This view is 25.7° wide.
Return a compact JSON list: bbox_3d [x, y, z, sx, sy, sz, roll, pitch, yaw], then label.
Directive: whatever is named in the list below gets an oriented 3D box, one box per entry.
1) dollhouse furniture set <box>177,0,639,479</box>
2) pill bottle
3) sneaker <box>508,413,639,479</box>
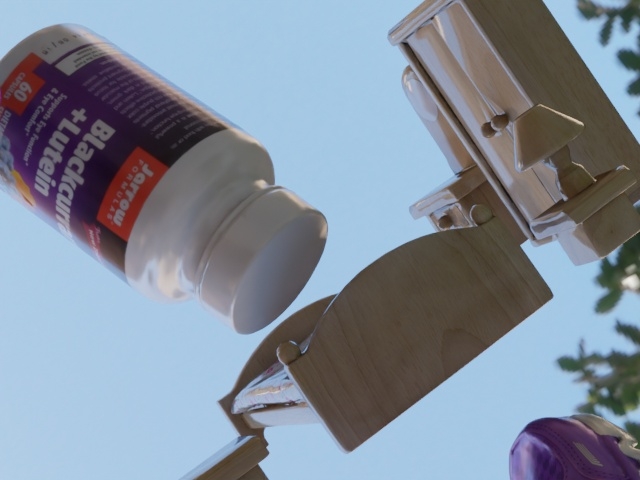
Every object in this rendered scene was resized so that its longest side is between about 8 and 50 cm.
[{"bbox_3d":[0.000,0.000,0.834,0.355,0.303,0.173,-35,-88,-20],"label":"dollhouse furniture set"},{"bbox_3d":[-0.094,-0.032,0.783,0.193,0.108,0.108,34,-129,22],"label":"pill bottle"},{"bbox_3d":[0.099,0.179,0.591,0.105,0.095,0.236,6,-126,-13],"label":"sneaker"}]
